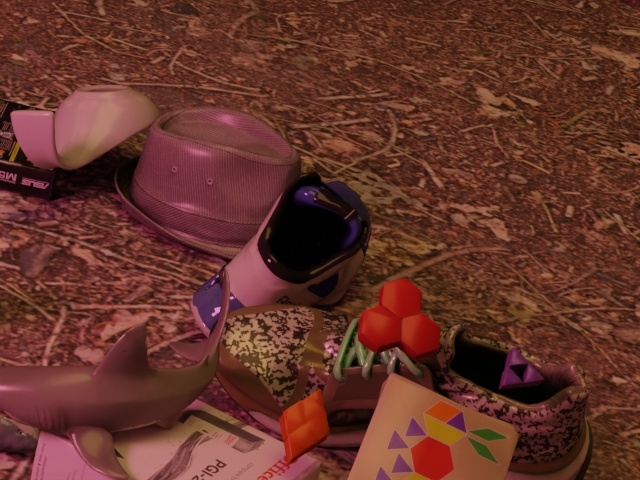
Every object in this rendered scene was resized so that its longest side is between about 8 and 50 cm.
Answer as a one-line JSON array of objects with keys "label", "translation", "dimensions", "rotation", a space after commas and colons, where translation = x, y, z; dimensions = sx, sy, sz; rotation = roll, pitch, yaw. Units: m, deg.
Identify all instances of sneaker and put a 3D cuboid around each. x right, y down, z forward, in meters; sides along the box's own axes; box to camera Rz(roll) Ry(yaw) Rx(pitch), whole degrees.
[{"label": "sneaker", "translation": [-0.001, 0.000, 1.938], "dimensions": [0.127, 0.182, 0.315], "rotation": [45, 35, 2]}, {"label": "sneaker", "translation": [0.091, 0.121, 1.729], "dimensions": [0.410, 0.182, 0.158], "rotation": [14, 51, 2]}]

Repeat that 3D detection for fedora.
[{"label": "fedora", "translation": [-0.117, -0.084, 2.143], "dimensions": [0.275, 0.124, 0.244], "rotation": [24, 28, 19]}]

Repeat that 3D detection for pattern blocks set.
[{"label": "pattern blocks set", "translation": [0.097, 0.215, 1.557], "dimensions": [0.285, 0.026, 0.325], "rotation": [33, 58, 1]}]

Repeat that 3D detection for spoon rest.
[{"label": "spoon rest", "translation": [-0.295, -0.140, 2.134], "dimensions": [0.137, 0.084, 0.276], "rotation": [3, 12, 18]}]

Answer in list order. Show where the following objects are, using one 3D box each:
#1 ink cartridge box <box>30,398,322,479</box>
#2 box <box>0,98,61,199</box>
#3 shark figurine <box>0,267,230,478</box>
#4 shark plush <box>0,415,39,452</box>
[{"label": "ink cartridge box", "translation": [-0.132, 0.222, 1.570], "dimensions": [0.218, 0.092, 0.158], "rotation": [26, 29, 19]}, {"label": "box", "translation": [-0.413, -0.126, 2.175], "dimensions": [0.184, 0.045, 0.190], "rotation": [14, 25, -7]}, {"label": "shark figurine", "translation": [-0.157, 0.111, 1.550], "dimensions": [0.278, 0.116, 0.166], "rotation": [-15, 38, -40]}, {"label": "shark plush", "translation": [-0.346, 0.171, 1.612], "dimensions": [0.161, 0.073, 0.067], "rotation": [4, 58, -29]}]
